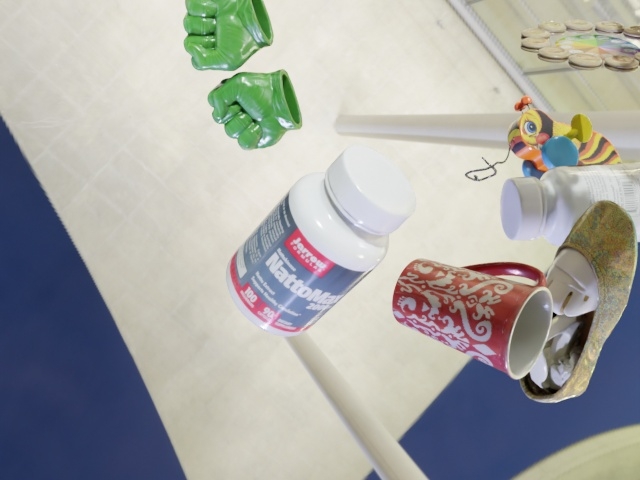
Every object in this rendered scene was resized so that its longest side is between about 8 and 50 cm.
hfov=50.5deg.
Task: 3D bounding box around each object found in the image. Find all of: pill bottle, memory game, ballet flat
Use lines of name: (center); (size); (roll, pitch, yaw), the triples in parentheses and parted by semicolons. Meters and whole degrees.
pill bottle: (0.000, 0.000, 0.631); (0.108, 0.108, 0.180); (30, -53, -18)
memory game: (0.333, -0.238, 0.817); (0.186, 0.186, 0.012); (-10, -55, -14)
ballet flat: (0.364, 0.108, 0.993); (0.123, 0.123, 0.349); (-8, -54, -14)
pill bottle: (0.419, -0.057, 1.104); (0.229, 0.131, 0.131); (-3, -79, -3)

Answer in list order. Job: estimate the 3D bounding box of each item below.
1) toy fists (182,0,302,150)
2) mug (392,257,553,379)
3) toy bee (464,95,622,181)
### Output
toy fists: (-0.139, -0.283, 1.127); (0.142, 0.096, 0.279); (-12, -65, 18)
mug: (0.194, 0.085, 0.850); (0.150, 0.169, 0.113); (-11, -68, -48)
toy bee: (0.429, -0.195, 1.285); (0.298, 0.195, 0.162); (8, -105, -33)
